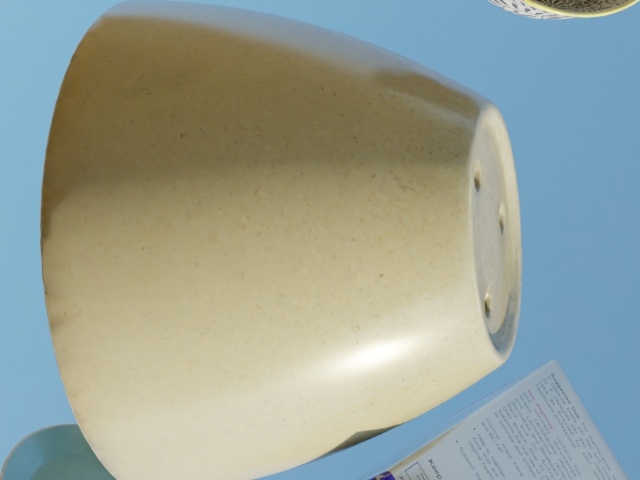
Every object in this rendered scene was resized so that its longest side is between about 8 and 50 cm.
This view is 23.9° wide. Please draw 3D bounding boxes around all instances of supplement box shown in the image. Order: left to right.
[{"bbox_3d":[0.097,0.182,1.032,0.111,0.220,0.114,-37,-97,42],"label":"supplement box"}]

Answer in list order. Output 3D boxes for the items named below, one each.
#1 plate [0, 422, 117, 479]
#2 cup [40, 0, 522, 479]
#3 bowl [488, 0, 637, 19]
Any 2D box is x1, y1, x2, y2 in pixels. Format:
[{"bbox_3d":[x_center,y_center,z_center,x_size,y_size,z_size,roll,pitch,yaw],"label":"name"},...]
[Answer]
[{"bbox_3d":[-0.237,0.268,1.534,0.024,0.188,0.188,-55,-137,39],"label":"plate"},{"bbox_3d":[0.000,0.000,0.984,0.237,0.331,0.331,-2,-110,18],"label":"cup"},{"bbox_3d":[0.138,-0.209,0.996,0.080,0.170,0.170,140,-43,-64],"label":"bowl"}]
